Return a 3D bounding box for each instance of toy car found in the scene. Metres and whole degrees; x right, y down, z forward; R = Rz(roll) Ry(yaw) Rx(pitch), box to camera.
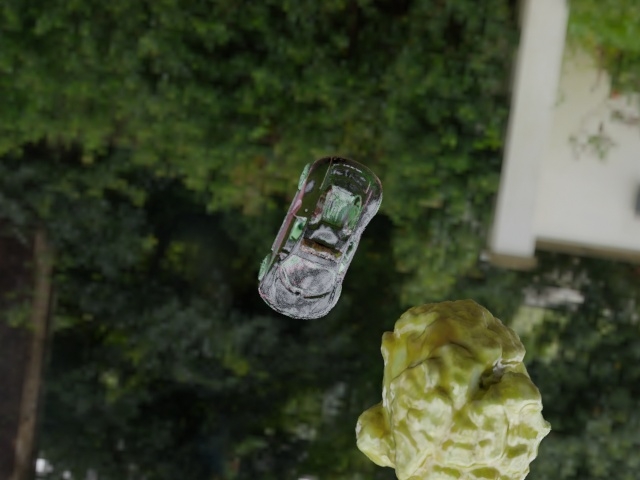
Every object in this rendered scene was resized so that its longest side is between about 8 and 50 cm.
[{"bbox_3d":[0.000,0.000,1.212,0.069,0.142,0.055,22,-172,-11],"label":"toy car"}]

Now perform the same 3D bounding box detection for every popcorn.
[{"bbox_3d":[0.155,0.190,1.717,0.195,0.256,0.255,1,157,-29],"label":"popcorn"}]
